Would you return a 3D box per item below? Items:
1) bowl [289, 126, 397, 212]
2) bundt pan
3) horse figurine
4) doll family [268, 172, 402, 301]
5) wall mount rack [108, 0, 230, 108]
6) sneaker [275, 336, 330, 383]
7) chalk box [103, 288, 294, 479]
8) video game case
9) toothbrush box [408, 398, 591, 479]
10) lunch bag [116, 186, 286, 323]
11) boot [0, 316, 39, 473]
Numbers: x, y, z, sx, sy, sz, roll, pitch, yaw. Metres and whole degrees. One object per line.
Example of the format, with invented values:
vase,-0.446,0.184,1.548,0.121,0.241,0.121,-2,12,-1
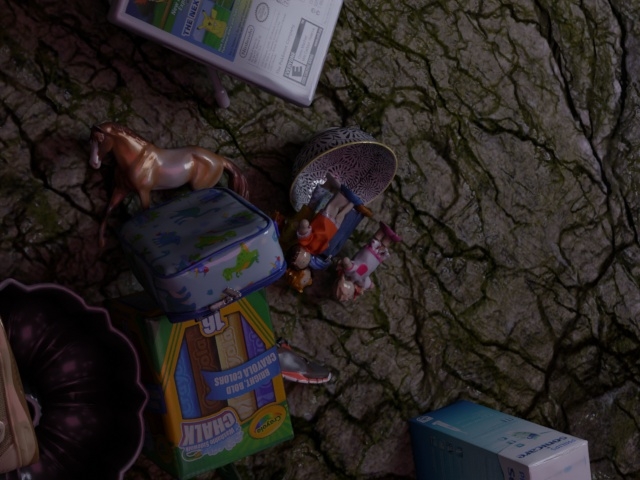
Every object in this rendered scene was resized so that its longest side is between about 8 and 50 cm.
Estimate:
bowl,0.021,-0.116,1.539,0.170,0.080,0.170,-17,147,-12
bundt pan,-0.393,0.211,1.300,0.330,0.124,0.331,0,90,-28
horse figurine,-0.205,-0.074,1.433,0.263,0.066,0.175,-1,101,-29
doll family,0.000,0.000,1.523,0.163,0.118,0.263,-49,149,2
wall mount rack,-0.138,-0.368,1.415,0.350,0.130,0.304,-48,112,-18
sneaker,-0.049,0.179,1.556,0.157,0.061,0.065,14,80,-33
chalk box,-0.164,0.207,1.417,0.179,0.180,0.289,-15,101,-29
video game case,-0.092,-0.380,1.347,0.299,0.036,0.329,20,84,-32
toothbrush box,0.286,0.398,1.639,0.126,0.295,0.217,-15,101,-29
lunch bag,-0.151,0.011,1.324,0.176,0.219,0.090,-27,118,-18
boot,-0.448,0.162,1.154,0.203,0.095,0.262,-19,101,-25
